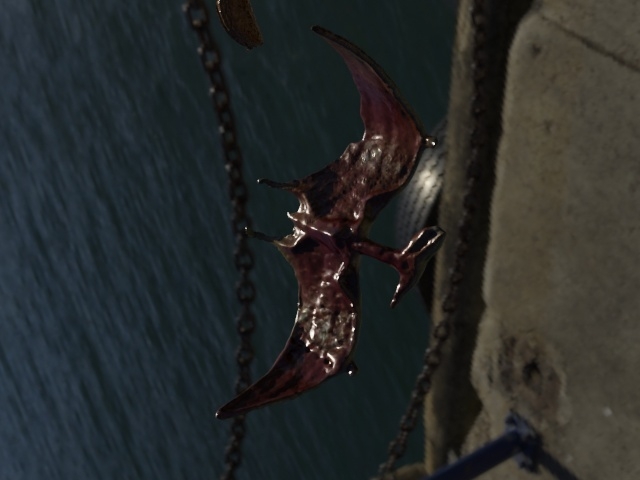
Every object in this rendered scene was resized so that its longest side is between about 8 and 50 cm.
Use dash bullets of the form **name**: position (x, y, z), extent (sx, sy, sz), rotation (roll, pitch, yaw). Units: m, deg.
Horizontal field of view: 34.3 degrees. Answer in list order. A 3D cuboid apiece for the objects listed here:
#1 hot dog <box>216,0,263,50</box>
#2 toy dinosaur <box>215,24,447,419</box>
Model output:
- **hot dog**: position (-0.088, -0.239, 1.088), extent (0.058, 0.035, 0.083), rotation (-92, -17, -74)
- **toy dinosaur**: position (-0.008, 0.003, 0.937), extent (0.327, 0.113, 0.206), rotation (-51, 60, 22)
